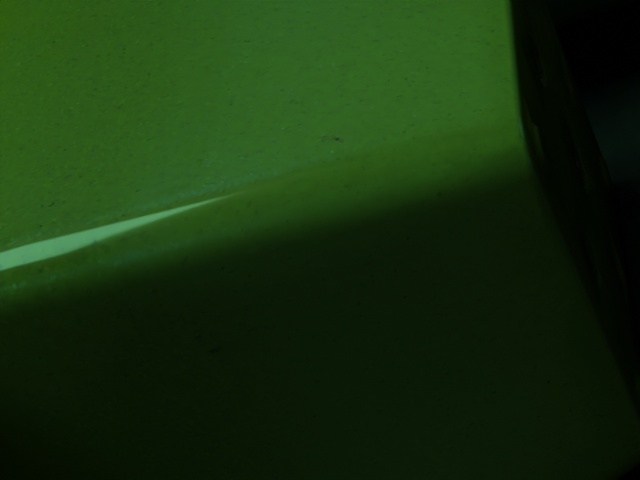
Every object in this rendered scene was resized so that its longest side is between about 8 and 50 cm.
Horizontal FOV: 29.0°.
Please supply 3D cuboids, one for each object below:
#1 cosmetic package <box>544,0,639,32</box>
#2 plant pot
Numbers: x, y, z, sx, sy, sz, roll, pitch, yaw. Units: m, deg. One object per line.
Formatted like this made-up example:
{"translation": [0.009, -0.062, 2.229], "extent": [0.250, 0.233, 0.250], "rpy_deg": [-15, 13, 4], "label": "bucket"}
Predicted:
{"translation": [0.083, -0.173, 0.530], "extent": [0.309, 0.113, 0.160], "rpy_deg": [-15, 87, 39], "label": "cosmetic package"}
{"translation": [0.000, 0.000, 0.428], "extent": [0.187, 0.212, 0.212], "rpy_deg": [-15, 40, 18], "label": "plant pot"}
